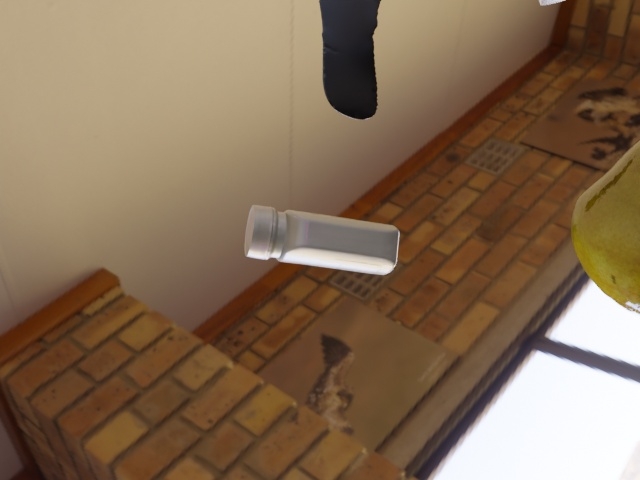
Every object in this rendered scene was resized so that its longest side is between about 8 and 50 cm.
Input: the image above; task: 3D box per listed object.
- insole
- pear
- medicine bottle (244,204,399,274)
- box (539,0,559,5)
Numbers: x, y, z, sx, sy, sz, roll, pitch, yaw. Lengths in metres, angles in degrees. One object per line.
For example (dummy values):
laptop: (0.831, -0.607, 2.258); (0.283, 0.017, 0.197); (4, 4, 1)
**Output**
insole: (0.037, -0.296, 0.997); (0.109, 0.007, 0.322); (12, -115, -27)
pear: (0.329, -0.010, 0.670); (0.200, 0.200, 0.200); (-35, -42, -38)
medicine bottle: (0.000, 0.000, 1.566); (0.161, 0.296, 0.111); (151, 125, -76)
box: (0.283, -0.382, 0.982); (0.084, 0.040, 0.154); (-41, -62, -74)
